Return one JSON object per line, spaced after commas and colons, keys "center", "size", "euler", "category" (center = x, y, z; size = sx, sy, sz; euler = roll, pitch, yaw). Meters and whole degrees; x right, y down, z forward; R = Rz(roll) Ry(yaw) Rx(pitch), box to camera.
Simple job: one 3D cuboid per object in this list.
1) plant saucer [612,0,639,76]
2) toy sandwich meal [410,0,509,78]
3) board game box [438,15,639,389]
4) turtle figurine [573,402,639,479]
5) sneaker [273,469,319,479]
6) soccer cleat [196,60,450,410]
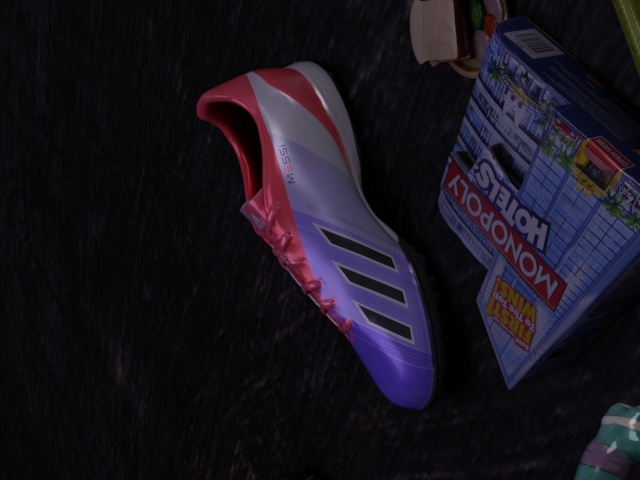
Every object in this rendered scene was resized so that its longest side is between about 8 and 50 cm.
{"center": [0.198, -0.135, 0.503], "size": [0.188, 0.045, 0.188], "euler": [133, 127, -61], "category": "plant saucer"}
{"center": [0.095, -0.149, 0.730], "size": [0.085, 0.029, 0.086], "euler": [33, 130, 51], "category": "toy sandwich meal"}
{"center": [0.140, -0.009, 0.683], "size": [0.194, 0.060, 0.194], "euler": [51, 142, 36], "category": "board game box"}
{"center": [0.148, 0.157, 0.458], "size": [0.234, 0.118, 0.175], "euler": [80, 169, -57], "category": "turtle figurine"}
{"center": [0.010, 0.295, 1.038], "size": [0.208, 0.081, 0.094], "euler": [12, 120, 65], "category": "sneaker"}
{"center": [0.000, 0.000, 0.871], "size": [0.108, 0.116, 0.318], "euler": [-48, 61, 56], "category": "soccer cleat"}
